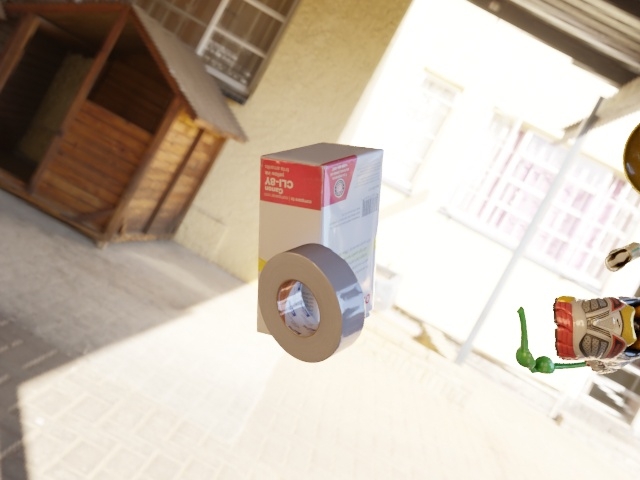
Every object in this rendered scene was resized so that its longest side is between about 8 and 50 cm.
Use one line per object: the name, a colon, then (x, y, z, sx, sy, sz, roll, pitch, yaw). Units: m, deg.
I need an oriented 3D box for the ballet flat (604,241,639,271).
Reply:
ballet flat: (0.766, 0.046, 2.148, 0.057, 0.052, 0.168, 61, -20, 15)

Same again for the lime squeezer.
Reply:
lime squeezer: (0.520, 0.263, 1.960, 0.310, 0.110, 0.059, 35, -7, -32)

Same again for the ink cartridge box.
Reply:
ink cartridge box: (0.000, 0.000, 1.785, 0.160, 0.385, 0.279, 10, 17, 27)

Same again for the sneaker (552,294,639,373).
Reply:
sneaker: (0.334, 0.105, 0.922, 0.092, 0.088, 0.225, -5, -8, 34)

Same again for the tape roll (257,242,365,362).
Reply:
tape roll: (-0.019, 0.119, 1.590, 0.219, 0.219, 0.072, 30, 33, 33)

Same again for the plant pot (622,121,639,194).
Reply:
plant pot: (0.522, -0.117, 1.210, 0.134, 0.134, 0.095, 30, 17, 37)
